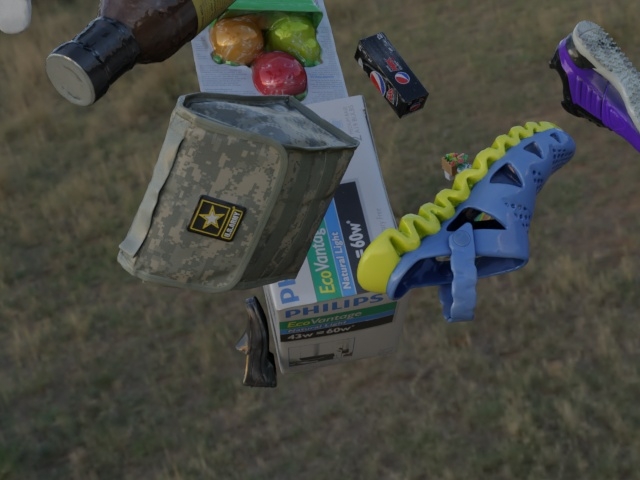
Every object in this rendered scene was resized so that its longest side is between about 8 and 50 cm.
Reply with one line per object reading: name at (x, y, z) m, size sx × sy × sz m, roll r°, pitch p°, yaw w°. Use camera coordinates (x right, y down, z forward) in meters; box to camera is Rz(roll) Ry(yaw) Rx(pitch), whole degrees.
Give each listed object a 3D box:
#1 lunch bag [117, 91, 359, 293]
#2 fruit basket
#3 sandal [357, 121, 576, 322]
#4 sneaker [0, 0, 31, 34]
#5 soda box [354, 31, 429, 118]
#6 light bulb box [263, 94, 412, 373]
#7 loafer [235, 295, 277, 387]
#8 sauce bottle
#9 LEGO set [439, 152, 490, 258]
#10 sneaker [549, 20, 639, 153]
lunch bag at (-0.116, -0.061, 1.459) m, size 0.169 × 0.235 × 0.287 m, roll 37°, pitch 25°, yaw 27°
fruit basket at (-0.113, -0.377, 2.358) m, size 0.327 × 0.353 × 0.165 m, roll -4°, pitch -19°, yaw -23°
sandal at (0.196, -0.014, 1.329) m, size 0.317 × 0.126 × 0.138 m, roll -42°, pitch 70°, yaw -14°
sneaker at (-0.482, -0.430, 1.754) m, size 0.080 × 0.212 × 0.094 m, roll 4°, pitch 10°, yaw -10°
soda box at (0.135, -0.319, 2.162) m, size 0.060 × 0.169 × 0.053 m, roll -24°, pitch -24°, yaw -23°
light bulb box at (0.000, 0.000, 1.934) m, size 0.225 × 0.357 × 0.361 m, roll -11°, pitch -22°, yaw -6°
loafer at (-0.116, 0.178, 1.918) m, size 0.061 × 0.170 × 0.062 m, roll -8°, pitch 16°, yaw 1°
sauce bottle at (-0.175, -0.278, 1.285) m, size 0.111 × 0.111 × 0.344 m, roll 2°, pitch 41°, yaw 40°
LEGO set at (0.265, -0.103, 2.116) m, size 0.132 × 0.107 × 0.287 m, roll -19°, pitch 38°, yaw 27°
sneaker at (0.544, -0.266, 2.145) m, size 0.102 × 0.293 × 0.146 m, roll -28°, pitch -8°, yaw -40°
